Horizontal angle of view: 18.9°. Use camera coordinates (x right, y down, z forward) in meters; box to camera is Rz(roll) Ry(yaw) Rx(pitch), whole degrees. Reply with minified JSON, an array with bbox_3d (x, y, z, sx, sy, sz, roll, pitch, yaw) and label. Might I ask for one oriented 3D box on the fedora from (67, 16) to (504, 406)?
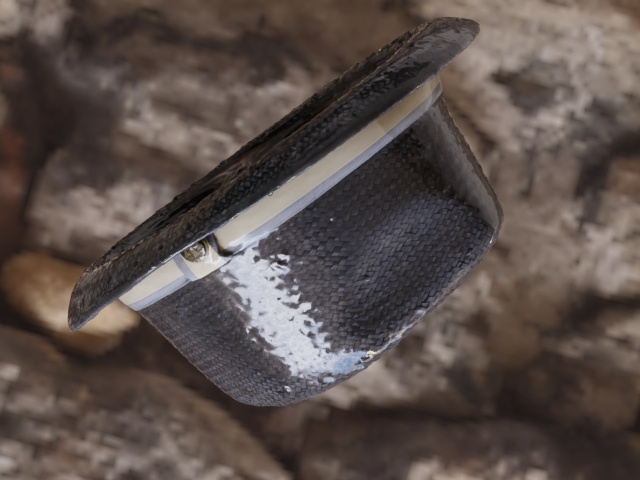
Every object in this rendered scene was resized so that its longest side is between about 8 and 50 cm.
[{"bbox_3d":[0.000,0.000,1.266,0.152,0.334,0.334,53,165,-7],"label":"fedora"}]
